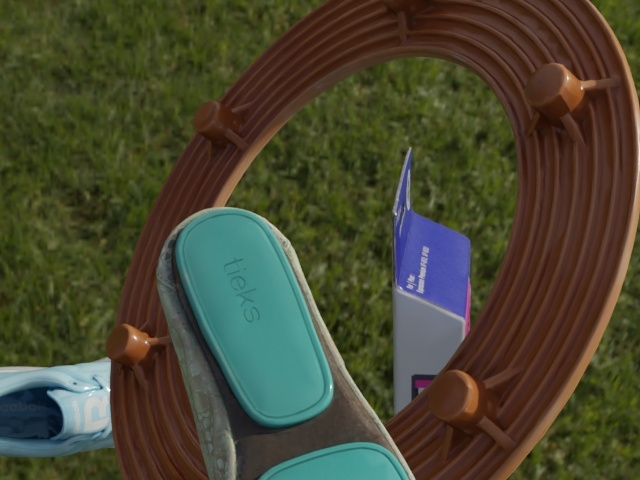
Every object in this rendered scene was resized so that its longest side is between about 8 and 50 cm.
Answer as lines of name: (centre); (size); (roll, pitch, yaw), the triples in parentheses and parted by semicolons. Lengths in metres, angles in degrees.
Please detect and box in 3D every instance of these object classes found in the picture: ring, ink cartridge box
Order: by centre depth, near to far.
ring: (0.000, 0.000, 0.578); (0.032, 0.337, 0.336); (32, 37, -38)
ink cartridge box: (0.094, 0.122, 1.008); (0.069, 0.370, 0.175); (-1, 21, 9)

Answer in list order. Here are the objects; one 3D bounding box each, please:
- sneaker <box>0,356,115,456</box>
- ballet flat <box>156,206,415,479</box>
sneaker: (-0.278, 0.214, 1.478); (0.366, 0.135, 0.150); (-9, 9, -9)
ballet flat: (-0.006, 0.066, 0.340); (0.057, 0.052, 0.168); (-10, 59, -15)
